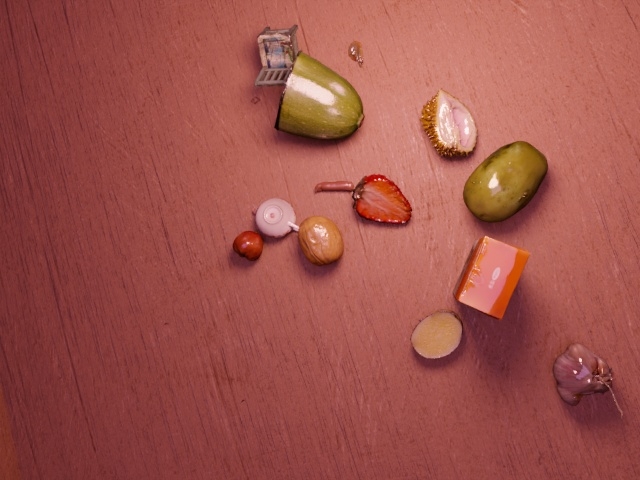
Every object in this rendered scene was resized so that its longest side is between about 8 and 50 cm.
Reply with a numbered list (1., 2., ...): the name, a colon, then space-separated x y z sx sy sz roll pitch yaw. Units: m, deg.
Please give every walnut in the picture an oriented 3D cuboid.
1. walnut: 0.000 0.000 1.727 0.165 0.165 0.197 -28 82 11

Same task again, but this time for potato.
1. potato: 0.632 -0.200 1.561 0.216 0.216 0.304 37 87 12
2. potato: 0.422 0.333 1.654 0.200 0.081 0.164 -44 87 11

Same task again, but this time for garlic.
1. garlic: 0.903 0.466 1.481 0.207 0.207 0.257 -54 41 6

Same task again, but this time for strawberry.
1. strawberry: 0.238 -0.159 1.708 0.236 0.111 0.190 28 124 -8

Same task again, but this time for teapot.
1. teapot: -0.168 -0.085 1.806 0.245 0.116 0.159 33 73 7

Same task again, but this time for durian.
1. durian: 0.462 -0.407 1.650 0.138 0.183 0.249 -29 83 48

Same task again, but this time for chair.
1. chair: -0.168 -0.712 1.731 0.136 0.270 0.147 3 131 14

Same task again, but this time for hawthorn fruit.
1. hawthorn fruit: -0.290 0.013 1.815 0.125 0.125 0.140 3 94 14

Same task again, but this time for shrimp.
1. shrimp: 0.140 -0.735 1.793 0.059 0.023 0.108 -8 86 23

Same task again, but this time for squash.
1. squash: 0.018 -0.517 1.710 0.309 0.310 0.310 18 92 -4

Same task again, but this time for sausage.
1. sausage: 0.052 -0.212 1.785 0.158 0.036 0.042 -2 76 14

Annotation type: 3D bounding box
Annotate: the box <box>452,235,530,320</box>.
1. box: 0.550 0.117 1.494 0.143 0.341 0.225 23 93 13
